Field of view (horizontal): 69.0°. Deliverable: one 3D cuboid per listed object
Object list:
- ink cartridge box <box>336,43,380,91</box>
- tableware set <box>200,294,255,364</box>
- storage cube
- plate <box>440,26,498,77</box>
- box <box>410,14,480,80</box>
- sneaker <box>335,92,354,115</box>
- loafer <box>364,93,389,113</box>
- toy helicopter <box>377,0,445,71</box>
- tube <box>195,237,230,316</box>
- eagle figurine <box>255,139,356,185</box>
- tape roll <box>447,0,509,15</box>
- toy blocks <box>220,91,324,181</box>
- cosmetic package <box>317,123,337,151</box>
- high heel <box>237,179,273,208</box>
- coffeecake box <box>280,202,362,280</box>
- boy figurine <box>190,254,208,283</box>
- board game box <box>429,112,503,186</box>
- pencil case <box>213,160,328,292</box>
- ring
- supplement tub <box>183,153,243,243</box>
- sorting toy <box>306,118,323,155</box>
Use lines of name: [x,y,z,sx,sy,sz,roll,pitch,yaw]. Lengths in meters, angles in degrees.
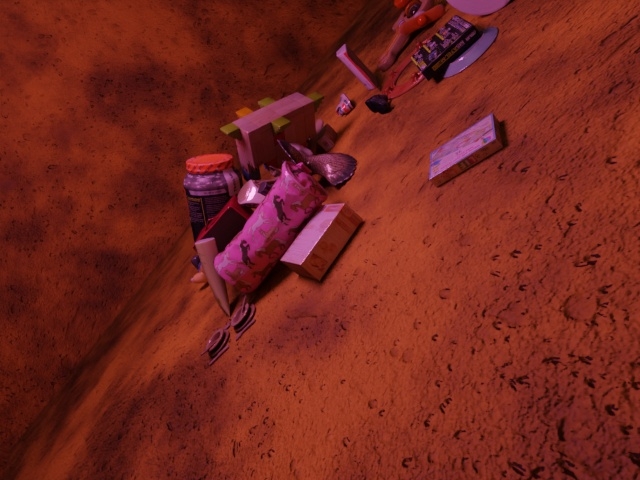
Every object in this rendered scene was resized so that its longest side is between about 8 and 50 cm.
ink cartridge box: [0.145,-0.662,1.820,0.066,0.189,0.232,-38,25,27]
tableware set: [-0.257,0.242,1.289,0.194,0.039,0.128,-45,22,10]
storage cube: [-0.276,-0.011,1.523,0.183,0.215,0.193,-47,16,8]
plate: [0.415,-0.542,1.326,0.188,0.024,0.188,-40,24,22]
box: [0.363,-0.575,1.385,0.184,0.045,0.190,-42,25,22]
sneaker: [0.090,-0.561,1.934,0.075,0.057,0.161,-38,26,12]
loafer: [0.200,-0.470,1.573,0.061,0.062,0.170,-42,23,5]
toy helicopter: [0.347,-0.838,1.863,0.355,0.140,0.235,-59,30,5]
tube: [-0.316,0.113,1.404,0.062,0.240,0.070,-11,12,18]
eagle figurine: [-0.046,-0.234,1.490,0.226,0.225,0.298,-41,5,-27]
tape roll: [0.483,-0.816,1.355,0.169,0.246,0.246,-56,23,-20]
toy blocks: [-0.154,-0.353,1.691,0.381,0.261,0.191,-34,52,-26]
cosmetic package: [0.026,-0.393,1.778,0.041,0.060,0.115,-35,27,29]
high heel: [-0.154,-0.117,1.484,0.261,0.186,0.093,3,69,59]
coffeecake box: [0.000,0.000,1.159,0.185,0.068,0.142,-54,20,-13]
boy figurine: [-0.439,0.098,1.813,0.177,0.092,0.285,-49,18,-8]
board game box: [0.295,-0.185,0.958,0.154,0.026,0.103,-32,27,37]
pencil case: [-0.140,-0.034,1.303,0.386,0.167,0.160,-51,-25,20]
ring: [0.335,-0.619,1.600,0.336,0.032,0.336,-41,22,21]
supplement tub: [-0.374,-0.130,1.683,0.207,0.338,0.207,-3,24,1]
sorting toy: [-0.077,-0.318,1.864,0.229,0.041,0.307,-34,35,48]
